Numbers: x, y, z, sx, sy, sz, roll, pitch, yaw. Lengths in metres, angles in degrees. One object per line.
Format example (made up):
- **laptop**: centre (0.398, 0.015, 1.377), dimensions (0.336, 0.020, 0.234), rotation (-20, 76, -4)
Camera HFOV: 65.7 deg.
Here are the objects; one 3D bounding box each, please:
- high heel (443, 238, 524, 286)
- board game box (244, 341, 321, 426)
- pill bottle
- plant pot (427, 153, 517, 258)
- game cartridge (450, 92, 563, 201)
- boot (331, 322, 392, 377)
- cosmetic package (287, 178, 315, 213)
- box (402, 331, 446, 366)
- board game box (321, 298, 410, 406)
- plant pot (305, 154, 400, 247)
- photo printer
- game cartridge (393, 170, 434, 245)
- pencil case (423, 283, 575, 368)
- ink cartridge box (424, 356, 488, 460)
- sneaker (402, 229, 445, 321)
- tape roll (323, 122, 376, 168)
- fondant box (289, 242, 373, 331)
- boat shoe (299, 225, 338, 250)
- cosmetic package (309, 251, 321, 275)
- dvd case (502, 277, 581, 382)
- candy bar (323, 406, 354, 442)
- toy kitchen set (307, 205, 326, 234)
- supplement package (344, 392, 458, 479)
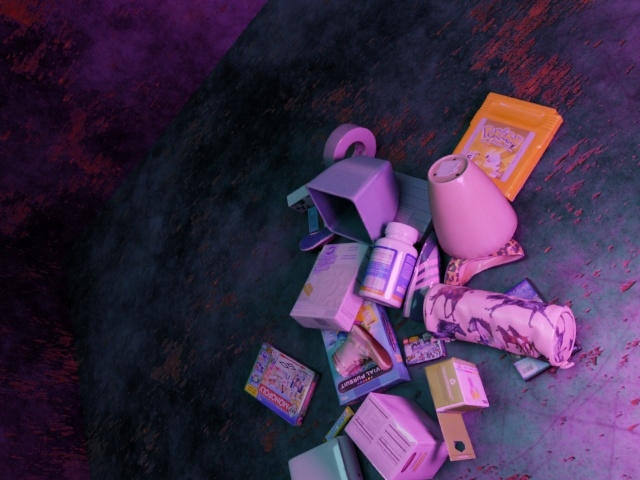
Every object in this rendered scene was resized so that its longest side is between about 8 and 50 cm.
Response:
- **high heel**: centre (0.507, 0.094, 1.561), dimensions (0.186, 0.093, 0.261), rotation (27, 85, 46)
- **board game box**: centre (-0.156, 0.561, 1.964), dimensions (0.317, 0.046, 0.213), rotation (17, 83, 43)
- **pill bottle**: centre (0.241, 0.082, 1.691), dimensions (0.152, 0.152, 0.271), rotation (11, 76, 42)
- **plant pot**: centre (0.439, -0.126, 1.535), dimensions (0.257, 0.274, 0.256), rotation (-23, 39, 20)
- **game cartridge**: centre (0.607, -0.325, 1.677), dimensions (0.285, 0.053, 0.323), rotation (34, 97, 43)
- **boot**: centre (0.132, 0.399, 1.655), dimensions (0.165, 0.077, 0.213), rotation (-54, 41, 8)
- **cosmetic package**: centre (-0.021, -0.206, 2.129), dimensions (0.239, 0.099, 0.060), rotation (-29, 58, 29)
- **box**: centre (0.341, 0.355, 1.639), dimensions (0.137, 0.027, 0.093), rotation (-25, 57, 31)
- **board game box**: centre (0.145, 0.379, 1.761), dimensions (0.254, 0.079, 0.335), rotation (-34, 54, 26)
- **plant pot**: centre (0.149, -0.168, 1.799), dimensions (0.248, 0.247, 0.252), rotation (22, 61, 43)
- **photo printer**: centre (0.033, 0.844, 1.645), dimensions (0.256, 0.107, 0.307), rotation (-35, 53, 25)
- **game cartridge**: centre (0.291, -0.135, 1.864), dimensions (0.355, 0.068, 0.230), rotation (27, 95, 43)
- **pencil case**: centre (0.506, 0.242, 1.425), dimensions (0.411, 0.160, 0.183), rotation (8, 114, 41)
- **ink cartridge box**: centre (0.410, 0.482, 1.421), dimensions (0.097, 0.189, 0.255), rotation (-28, 58, 27)
- **sneaker**: centre (0.377, 0.125, 1.673), dimensions (0.131, 0.112, 0.318), rotation (16, 77, 14)
- **tape roll**: centre (0.118, -0.355, 1.987), dimensions (0.072, 0.219, 0.219), rotation (36, 97, 43)
- **fondant box**: centre (0.057, 0.164, 1.826), dimensions (0.238, 0.096, 0.330), rotation (-5, 47, 45)
- **boat shoe**: centre (0.000, 0.000, 2.045), dimensions (0.183, 0.066, 0.066), rotation (-26, 60, 24)
- **cosmetic package**: centre (0.005, 0.108, 2.015), dimensions (0.060, 0.041, 0.115), rotation (19, 85, 43)
- **dvd case**: centre (0.608, 0.259, 1.458), dimensions (0.180, 0.022, 0.253), rotation (-40, 51, 20)
- **candy bar**: centre (0.064, 0.658, 1.757), dimensions (0.161, 0.018, 0.040), rotation (-55, 47, 8)
- **toy kitchen set**: centre (0.005, -0.127, 2.025), dimensions (0.207, 0.166, 0.122), rotation (-22, 60, 32)
- **supplement package**: centre (0.242, 0.582, 1.470), dimensions (0.204, 0.262, 0.145), rotation (39, 99, 42)
